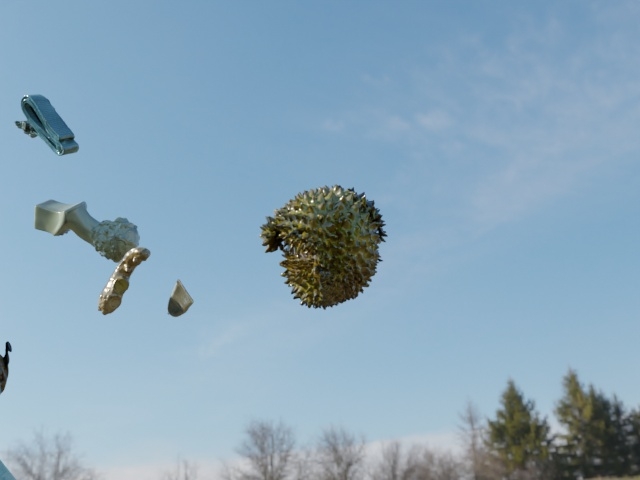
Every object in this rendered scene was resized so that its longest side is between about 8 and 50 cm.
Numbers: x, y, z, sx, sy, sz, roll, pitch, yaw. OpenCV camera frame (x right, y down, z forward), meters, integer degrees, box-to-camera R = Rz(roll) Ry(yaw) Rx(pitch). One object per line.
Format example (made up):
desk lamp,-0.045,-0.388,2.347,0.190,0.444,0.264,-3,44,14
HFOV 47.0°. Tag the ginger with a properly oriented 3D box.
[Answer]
ginger,-0.425,0.080,1.573,0.051,0.069,0.173,26,-81,-27

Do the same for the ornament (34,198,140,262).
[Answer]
ornament,-0.623,-0.035,1.969,0.285,0.130,0.120,21,-66,-8

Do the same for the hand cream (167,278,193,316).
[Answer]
hand cream,-0.295,0.127,1.547,0.037,0.057,0.165,-33,-6,-28

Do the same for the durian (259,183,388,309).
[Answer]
durian,0.008,0.008,1.501,0.258,0.258,0.293,5,-9,-24

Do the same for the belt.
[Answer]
belt,-0.623,-0.250,1.681,0.065,0.179,0.100,-20,-28,-48

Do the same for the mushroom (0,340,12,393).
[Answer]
mushroom,-0.860,0.329,1.712,0.294,0.362,0.362,-12,-23,-5

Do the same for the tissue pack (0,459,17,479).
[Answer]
tissue pack,-0.725,0.573,1.474,0.287,0.388,0.162,-37,2,22
